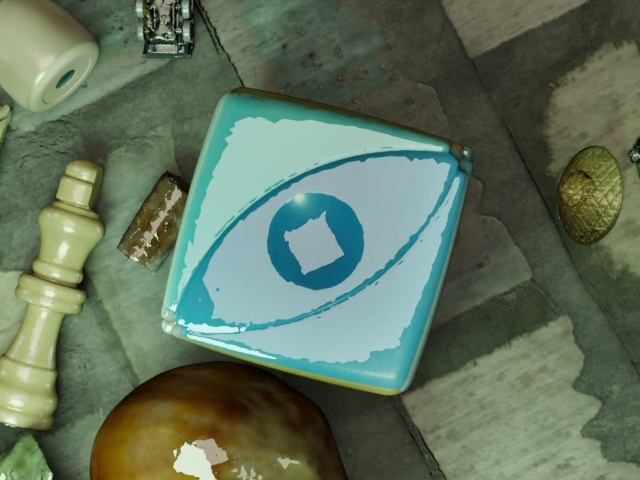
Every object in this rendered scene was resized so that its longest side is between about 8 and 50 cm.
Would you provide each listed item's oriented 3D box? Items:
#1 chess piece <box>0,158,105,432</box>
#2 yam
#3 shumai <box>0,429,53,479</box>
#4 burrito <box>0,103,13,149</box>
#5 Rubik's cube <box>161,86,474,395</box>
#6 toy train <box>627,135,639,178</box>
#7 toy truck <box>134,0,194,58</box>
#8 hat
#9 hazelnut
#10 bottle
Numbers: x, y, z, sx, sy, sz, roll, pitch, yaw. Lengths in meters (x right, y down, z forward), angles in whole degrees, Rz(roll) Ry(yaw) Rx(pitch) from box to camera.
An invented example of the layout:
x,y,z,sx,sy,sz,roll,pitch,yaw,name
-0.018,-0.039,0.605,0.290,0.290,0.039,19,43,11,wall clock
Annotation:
x,y,z,sx,sy,sz,roll,pitch,yaw,name
-0.392,0.074,1.923,0.117,0.117,0.397,17,89,2,chess piece
-0.236,-0.026,1.931,0.079,0.079,0.141,34,93,2,yam
-0.474,0.464,1.838,0.348,0.395,0.395,-17,89,-21,shumai
-0.513,-0.080,1.951,0.082,0.059,0.275,15,90,17,burrito
0.000,0.000,1.786,0.352,0.347,0.351,13,91,2,Rubik's cube
0.550,-0.131,1.908,0.202,0.060,0.081,-13,95,4,toy train
-0.226,-0.363,1.925,0.083,0.092,0.192,1,98,3,toy truck
0.370,-0.070,1.918,0.146,0.067,0.146,-9,104,-38,hat
-0.132,0.322,1.796,0.366,0.366,0.365,0,90,2,hazelnut
-0.449,-0.312,1.908,0.236,0.147,0.147,44,92,6,bottle
